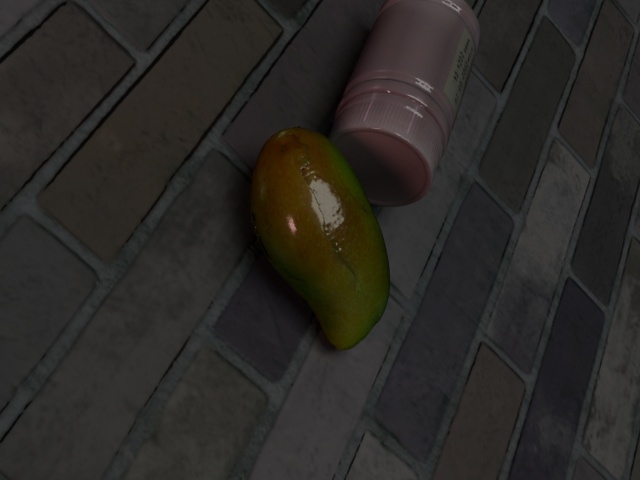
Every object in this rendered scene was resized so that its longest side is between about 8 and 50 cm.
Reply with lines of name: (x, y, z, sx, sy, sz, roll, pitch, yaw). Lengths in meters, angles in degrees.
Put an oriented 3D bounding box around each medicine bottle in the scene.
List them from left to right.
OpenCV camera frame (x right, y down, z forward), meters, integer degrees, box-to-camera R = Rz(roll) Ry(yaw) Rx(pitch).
medicine bottle: (0.097, -0.170, 1.058, 0.133, 0.133, 0.249, 39, 49, -21)

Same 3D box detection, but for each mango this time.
mango: (0.000, 0.000, 0.921, 0.125, 0.111, 0.233, -19, 97, -30)
